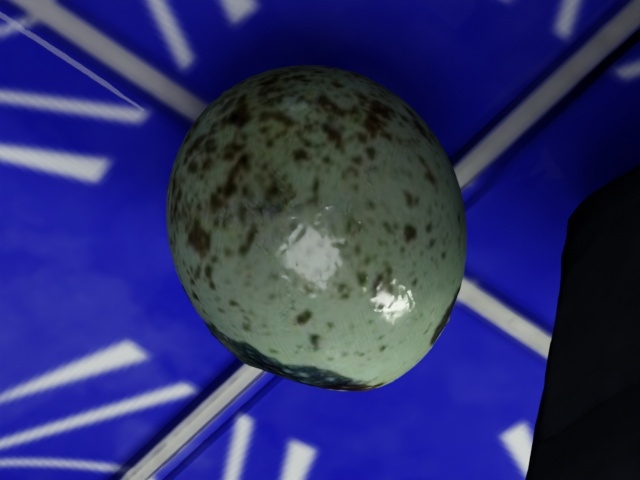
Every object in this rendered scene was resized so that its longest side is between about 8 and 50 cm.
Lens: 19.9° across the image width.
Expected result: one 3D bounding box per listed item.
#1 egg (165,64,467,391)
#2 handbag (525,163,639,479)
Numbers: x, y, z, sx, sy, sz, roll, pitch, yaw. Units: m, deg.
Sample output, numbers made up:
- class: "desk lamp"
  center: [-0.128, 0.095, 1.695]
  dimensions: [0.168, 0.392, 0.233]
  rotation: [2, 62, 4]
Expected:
- class: "egg"
  center: [0.000, 0.000, 0.525]
  dimensions: [0.085, 0.085, 0.110]
  rotation: [-8, 136, 5]
- class: "handbag"
  center: [0.164, 0.039, 0.452]
  dimensions: [0.181, 0.254, 0.181]
  rotation: [-38, 101, 27]
